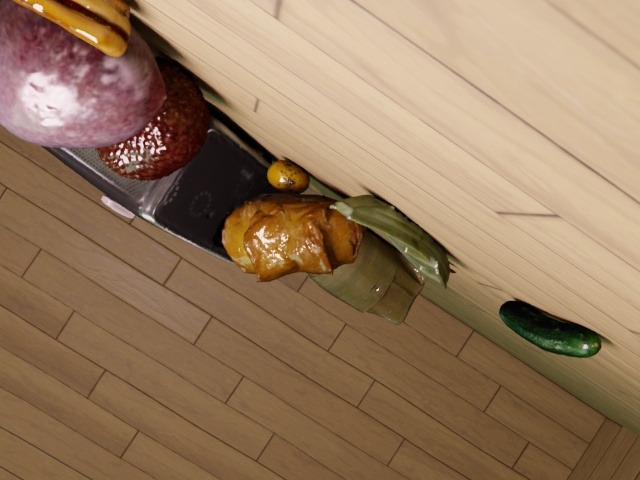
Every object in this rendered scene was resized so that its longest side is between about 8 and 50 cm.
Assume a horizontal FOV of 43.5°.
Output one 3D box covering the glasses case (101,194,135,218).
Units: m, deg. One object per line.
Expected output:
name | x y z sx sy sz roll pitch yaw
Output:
glasses case | -0.388 -0.065 1.540 0.032 0.021 0.083 36 179 33

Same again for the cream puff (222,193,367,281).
cream puff | -0.043 -0.014 1.447 0.269 0.155 0.241 -8 -175 -1

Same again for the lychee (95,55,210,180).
lychee | -0.252 -0.180 1.185 0.194 0.194 0.194 33 179 1

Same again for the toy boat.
toy boat | 0.122 -0.005 1.235 0.093 0.055 0.293 33 179 43

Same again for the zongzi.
zongzi | 0.000 0.000 1.927 0.447 0.181 0.418 37 178 -28

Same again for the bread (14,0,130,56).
bread | -0.292 -0.274 0.863 0.200 0.077 0.116 32 177 -7

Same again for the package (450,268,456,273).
package | 0.153 0.001 1.414 0.200 0.022 0.083 35 178 -30

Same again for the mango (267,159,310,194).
mango | -0.058 -0.116 1.488 0.079 0.057 0.114 24 -178 6

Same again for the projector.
projector | -0.321 -0.177 1.603 0.405 0.242 0.395 33 180 26

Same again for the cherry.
cherry | -0.324 -0.216 1.014 0.266 0.183 0.213 10 135 0

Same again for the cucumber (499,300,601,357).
cucumber | 0.338 0.134 1.223 0.056 0.056 0.284 34 178 -15
